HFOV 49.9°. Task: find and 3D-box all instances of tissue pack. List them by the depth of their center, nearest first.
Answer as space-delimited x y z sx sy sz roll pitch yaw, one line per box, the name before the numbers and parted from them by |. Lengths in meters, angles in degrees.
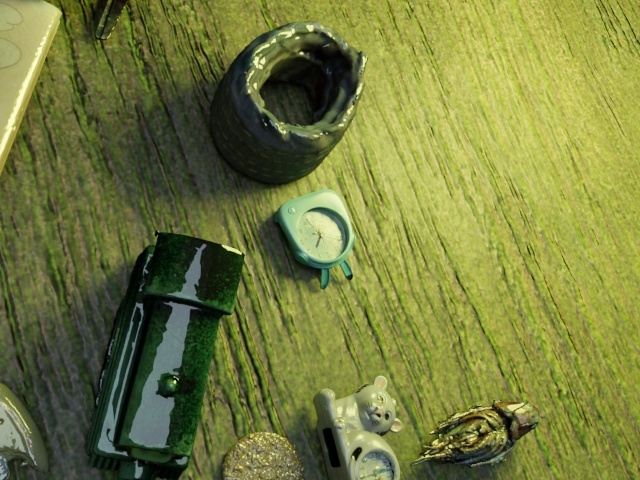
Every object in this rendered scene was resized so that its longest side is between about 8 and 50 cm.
tissue pack | -0.483 -0.205 0.925 0.170 0.071 0.325 17 68 -18

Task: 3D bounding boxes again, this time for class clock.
clock | 0.068 0.287 0.971 0.117 0.080 0.176 -8 74 -24
clock | 0.000 0.000 1.059 0.108 0.045 0.147 -20 82 -25

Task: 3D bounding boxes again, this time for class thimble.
thimble | -0.044 -0.210 1.042 0.236 0.172 0.205 -38 92 -29

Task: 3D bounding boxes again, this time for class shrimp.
shrimp | 0.229 0.299 1.033 0.233 0.079 0.090 -16 74 -20

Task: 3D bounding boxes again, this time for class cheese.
cheese | -0.419 0.185 0.833 0.127 0.050 0.234 -14 80 -23

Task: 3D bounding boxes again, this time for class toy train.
toy train | -0.193 0.138 0.866 0.139 0.178 0.330 16 67 -16

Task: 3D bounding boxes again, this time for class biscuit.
biscuit | -0.077 0.321 0.940 0.120 0.015 0.120 7 70 -20

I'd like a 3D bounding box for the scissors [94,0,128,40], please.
scissors | -0.298 -0.443 1.100 0.160 0.024 0.317 21 66 -15
